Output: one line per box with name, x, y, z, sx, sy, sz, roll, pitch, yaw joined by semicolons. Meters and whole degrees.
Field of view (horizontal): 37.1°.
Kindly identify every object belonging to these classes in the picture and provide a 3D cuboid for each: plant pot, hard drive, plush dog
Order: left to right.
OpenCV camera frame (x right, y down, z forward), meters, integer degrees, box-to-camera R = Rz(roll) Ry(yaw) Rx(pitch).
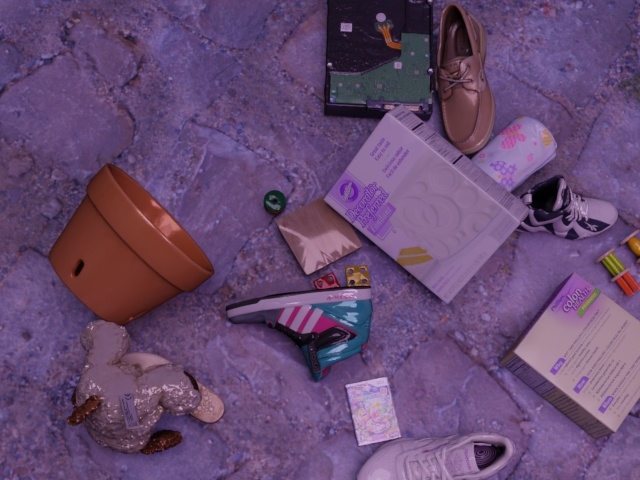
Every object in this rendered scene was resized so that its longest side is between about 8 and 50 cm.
plush dog;-0.367;0.308;1.739;0.262;0.225;0.210;29;53;16
plant pot;-0.375;0.024;1.819;0.203;0.291;0.291;-42;79;1
hard drive;0.129;-0.430;2.099;0.237;0.064;0.338;2;71;-3

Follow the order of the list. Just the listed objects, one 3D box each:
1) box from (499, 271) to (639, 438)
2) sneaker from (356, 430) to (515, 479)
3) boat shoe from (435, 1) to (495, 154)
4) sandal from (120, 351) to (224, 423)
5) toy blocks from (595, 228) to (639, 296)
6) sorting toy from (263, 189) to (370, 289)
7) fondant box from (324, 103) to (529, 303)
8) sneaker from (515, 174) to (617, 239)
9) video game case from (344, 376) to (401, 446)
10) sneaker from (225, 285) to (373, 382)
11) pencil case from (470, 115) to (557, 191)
box;0.520;0.227;1.878;0.243;0.117;0.213;39;74;8
sneaker;0.216;0.409;1.780;0.305;0.152;0.114;-13;75;-7
boat shoe;0.293;-0.346;2.036;0.122;0.110;0.341;-15;62;29
sandal;-0.293;0.274;1.829;0.240;0.079;0.088;26;72;5
toy blocks;0.659;0.067;1.972;0.123;0.054;0.148;-34;77;-14
sorting toy;0.000;0.000;1.956;0.132;0.046;0.274;-28;75;-12
fondant box;0.205;-0.071;1.886;0.330;0.238;0.096;41;31;7
sneaker;0.509;-0.070;1.956;0.235;0.153;0.094;7;73;-1
video game case;0.103;0.334;1.870;0.087;0.011;0.122;-11;72;-7
sneaker;-0.036;0.188;1.858;0.296;0.124;0.178;-7;88;16
pencil case;0.369;-0.140;1.988;0.273;0.113;0.124;-44;53;-17
